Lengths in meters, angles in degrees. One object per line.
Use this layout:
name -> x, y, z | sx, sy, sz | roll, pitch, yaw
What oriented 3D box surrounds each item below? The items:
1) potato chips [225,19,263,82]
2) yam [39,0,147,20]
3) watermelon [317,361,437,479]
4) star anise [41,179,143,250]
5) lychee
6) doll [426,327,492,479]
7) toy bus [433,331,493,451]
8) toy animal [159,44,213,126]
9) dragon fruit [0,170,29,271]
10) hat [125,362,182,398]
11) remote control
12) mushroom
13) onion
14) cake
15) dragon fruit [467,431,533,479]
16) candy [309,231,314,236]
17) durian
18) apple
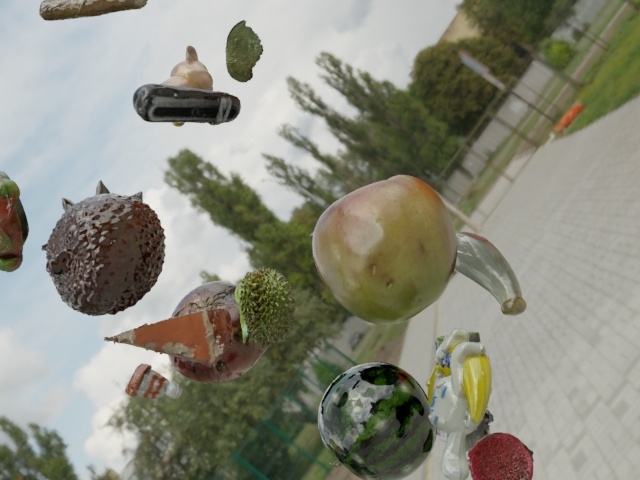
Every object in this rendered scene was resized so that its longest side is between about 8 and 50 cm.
potato chips -> -0.243, -0.601, 2.452 | 0.026, 0.142, 0.209 | -67, -30, -50
yam -> -0.485, -0.505, 1.634 | 0.057, 0.241, 0.056 | -3, -90, -78
watermelon -> 0.124, 0.400, 1.692 | 0.269, 0.269, 0.269 | -52, -6, -8
star anise -> -0.578, -0.001, 2.060 | 0.331, 0.332, 0.117 | -53, -8, -3
lychee -> -0.449, 0.029, 1.614 | 0.260, 0.261, 0.260 | -52, -6, -8
doll -> 0.269, 0.307, 1.511 | 0.237, 0.111, 0.252 | -116, 39, -66
toy bus -> 0.369, 0.394, 2.033 | 0.113, 0.301, 0.139 | -7, 3, -32
toy animal -> -0.417, -0.447, 2.320 | 0.165, 0.149, 0.248 | -33, 30, 42
dragon fruit -> -0.810, -0.061, 1.880 | 0.130, 0.295, 0.268 | -29, 7, -34
hat -> -0.503, 0.447, 2.353 | 0.093, 0.162, 0.112 | 109, -176, -50
remote control -> -0.293, -0.299, 1.741 | 0.266, 0.066, 0.090 | -1, -41, -35
mushroom -> 0.424, 0.080, 1.906 | 0.118, 0.270, 0.103 | -13, -42, -37
onion -> -0.329, 0.297, 2.440 | 0.353, 0.354, 0.353 | -52, -6, -8
cake -> -0.328, 0.222, 1.687 | 0.098, 0.288, 0.135 | -174, 81, -71
dragon fruit -> 0.398, 0.509, 1.729 | 0.153, 0.153, 0.111 | -51, -6, -17
candy -> 0.000, 0.001, 2.191 | 0.030, 0.083, 0.020 | -38, -39, -30
durian -> -0.155, 0.193, 2.171 | 0.200, 0.177, 0.236 | -75, -3, -49
apple -> 0.156, 0.025, 1.729 | 0.339, 0.305, 0.338 | -27, -5, -3
